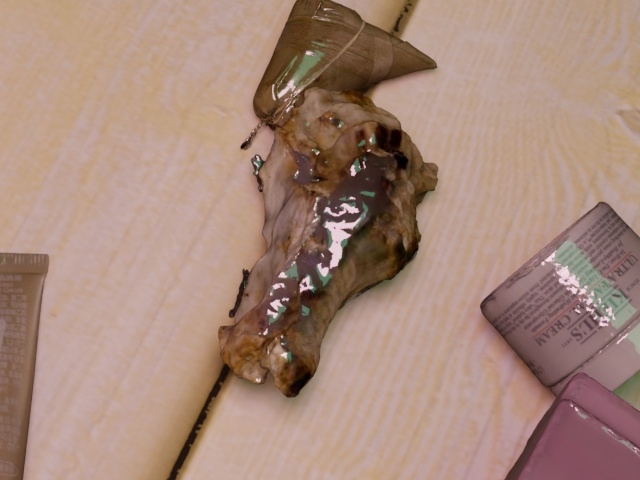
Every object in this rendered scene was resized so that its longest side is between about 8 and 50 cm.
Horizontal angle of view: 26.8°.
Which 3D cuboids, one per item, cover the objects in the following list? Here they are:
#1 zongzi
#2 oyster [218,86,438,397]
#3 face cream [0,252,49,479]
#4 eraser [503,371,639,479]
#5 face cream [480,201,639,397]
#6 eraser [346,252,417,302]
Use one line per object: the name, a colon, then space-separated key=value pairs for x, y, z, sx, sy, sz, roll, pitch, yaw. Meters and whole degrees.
zongzi: x=0.024 y=-0.156 z=1.460 sx=0.178 sy=0.081 sz=0.189 roll=25 pitch=76 yaw=-14
oyster: x=-0.006 y=-0.005 z=1.365 sx=0.198 sy=0.133 sz=0.337 roll=32 pitch=73 yaw=0
face cream: x=-0.332 y=0.166 z=1.287 sx=0.137 sy=0.084 sz=0.341 roll=2 pitch=65 yaw=-14
eraser: x=0.321 y=0.313 z=1.199 sx=0.359 sy=0.122 sz=0.272 roll=34 pitch=36 yaw=9
face cream: x=0.275 y=0.068 z=1.386 sx=0.177 sy=0.177 sz=0.153 roll=-40 pitch=84 yaw=-20
eraser: x=0.058 y=0.033 z=1.434 sx=0.099 sy=0.019 sz=0.027 roll=-31 pitch=69 yaw=-18
